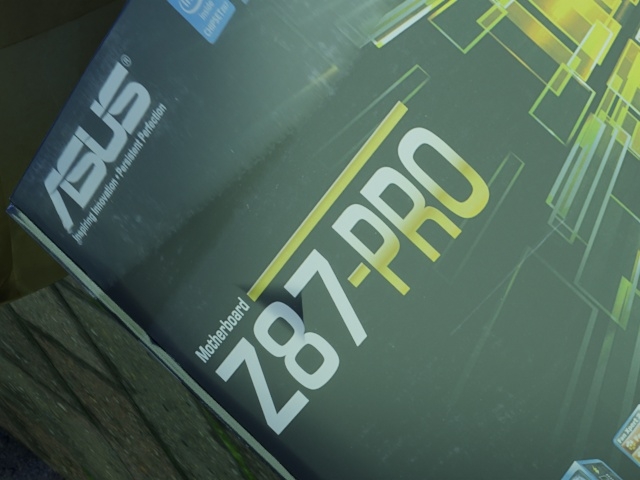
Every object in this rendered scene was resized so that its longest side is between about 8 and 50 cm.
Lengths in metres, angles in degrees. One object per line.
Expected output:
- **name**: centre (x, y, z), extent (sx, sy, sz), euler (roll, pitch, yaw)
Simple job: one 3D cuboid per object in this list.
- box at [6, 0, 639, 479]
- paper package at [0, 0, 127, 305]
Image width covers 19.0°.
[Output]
- **box**: centre (0.079, -0.035, 0.745), extent (0.318, 0.097, 0.395), euler (45, 134, 5)
- **paper package**: centre (-0.206, -0.186, 0.966), extent (0.309, 0.168, 0.325), euler (41, 139, 35)
